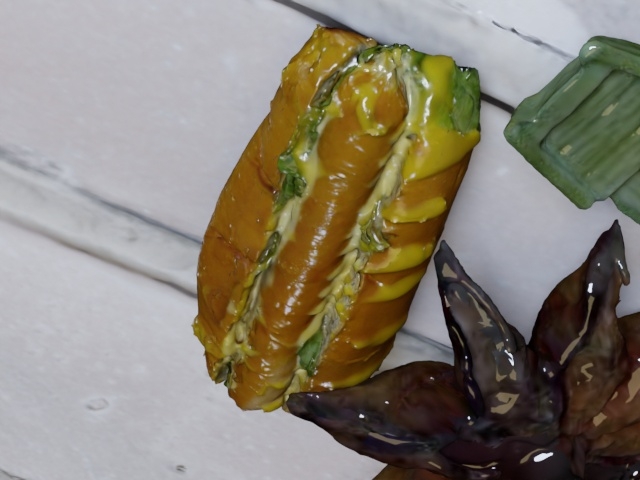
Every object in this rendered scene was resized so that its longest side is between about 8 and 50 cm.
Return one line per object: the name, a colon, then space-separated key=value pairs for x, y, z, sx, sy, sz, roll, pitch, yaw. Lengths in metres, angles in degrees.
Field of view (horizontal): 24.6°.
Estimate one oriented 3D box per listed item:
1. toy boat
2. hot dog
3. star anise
toy boat: x=0.211 y=-0.006 z=0.695 sx=0.293 sy=0.055 sz=0.093 roll=32 pitch=123 yaw=-21
hot dog: x=0.000 y=0.000 z=0.739 sx=0.115 sy=0.072 sz=0.269 roll=19 pitch=137 yaw=2
star anise: x=0.118 y=0.105 z=0.764 sx=0.272 sy=0.102 sz=0.272 roll=-9 pitch=136 yaw=-9
